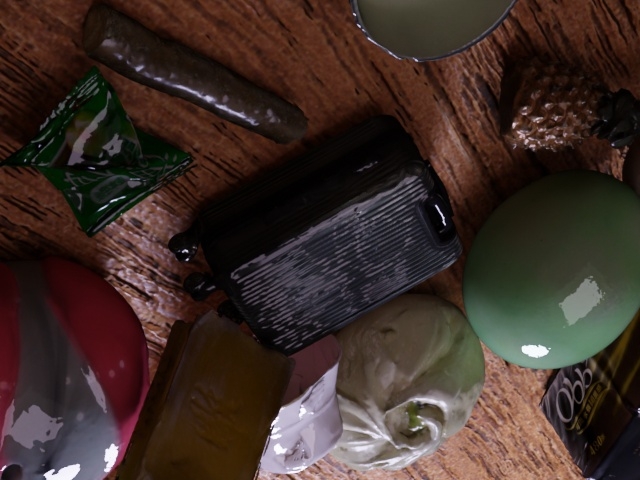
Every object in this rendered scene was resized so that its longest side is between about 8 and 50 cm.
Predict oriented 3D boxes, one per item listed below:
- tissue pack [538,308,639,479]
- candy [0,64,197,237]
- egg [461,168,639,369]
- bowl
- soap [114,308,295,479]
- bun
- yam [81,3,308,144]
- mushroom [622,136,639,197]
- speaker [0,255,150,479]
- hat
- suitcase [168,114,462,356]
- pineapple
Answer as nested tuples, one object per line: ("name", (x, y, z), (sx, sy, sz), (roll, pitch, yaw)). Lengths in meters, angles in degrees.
("tissue pack", (0.502, 0.177, 1.855), (0.210, 0.198, 0.370), (3, 126, -32))
("candy", (-0.231, -0.089, 1.338), (0.141, 0.078, 0.203), (-25, 148, 10))
("egg", (0.301, 0.036, 1.615), (0.220, 0.220, 0.269), (29, 105, -41))
("bowl", (0.106, -0.301, 1.303), (0.211, 0.112, 0.211), (-14, 133, -15))
("soap", (-0.125, 0.201, 1.401), (0.135, 0.233, 0.076), (33, 142, -21))
("bun", (0.111, 0.207, 1.709), (0.259, 0.160, 0.259), (-17, 135, -18))
("yam", (-0.126, -0.167, 1.335), (0.274, 0.061, 0.061), (22, 115, -39))
("mushroom", (0.493, -0.078, 1.644), (0.206, 0.209, 0.206), (-3, 100, -19))
("speaker", (-0.326, 0.158, 1.430), (0.294, 0.294, 0.294), (-14, 133, -16))
("hat", (-0.048, 0.207, 1.586), (0.203, 0.203, 0.126), (-27, 117, -4))
("suitcase", (0.000, 0.000, 1.492), (0.312, 0.128, 0.202), (-29, 137, 2))
("pineapple", (0.353, -0.149, 1.501), (0.277, 0.119, 0.130), (7, 162, -7))
